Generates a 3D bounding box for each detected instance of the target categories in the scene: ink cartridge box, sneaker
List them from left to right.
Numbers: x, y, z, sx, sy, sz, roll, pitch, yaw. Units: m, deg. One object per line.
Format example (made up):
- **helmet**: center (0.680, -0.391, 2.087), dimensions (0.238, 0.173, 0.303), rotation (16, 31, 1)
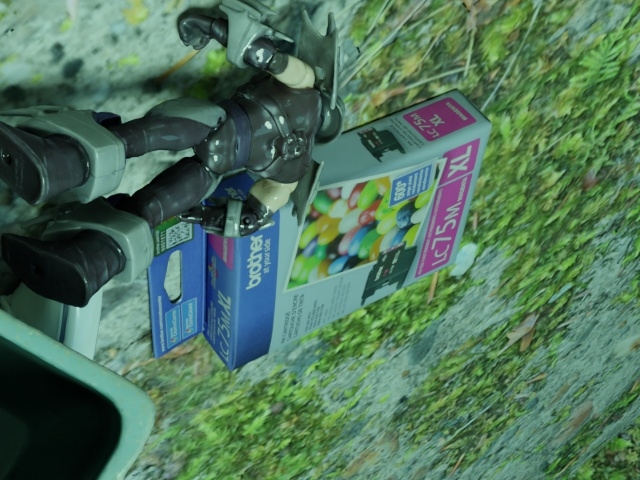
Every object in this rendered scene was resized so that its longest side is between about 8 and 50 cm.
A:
- **sneaker**: center (-0.224, 0.087, 0.772), dimensions (0.091, 0.094, 0.258), rotation (10, 115, -29)
- **ink cartridge box**: center (0.000, 0.000, 0.932), dimensions (0.311, 0.065, 0.185), rotation (-22, 143, -25)

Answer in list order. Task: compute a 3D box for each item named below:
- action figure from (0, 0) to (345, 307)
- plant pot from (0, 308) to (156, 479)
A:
- **action figure**: center (-0.080, -0.065, 0.716), dimensions (0.285, 0.099, 0.185), rotation (-26, 127, -42)
- **plant pot**: center (-0.262, 0.134, 0.606), dimensions (0.247, 0.248, 0.252), rotation (-60, -174, -11)
